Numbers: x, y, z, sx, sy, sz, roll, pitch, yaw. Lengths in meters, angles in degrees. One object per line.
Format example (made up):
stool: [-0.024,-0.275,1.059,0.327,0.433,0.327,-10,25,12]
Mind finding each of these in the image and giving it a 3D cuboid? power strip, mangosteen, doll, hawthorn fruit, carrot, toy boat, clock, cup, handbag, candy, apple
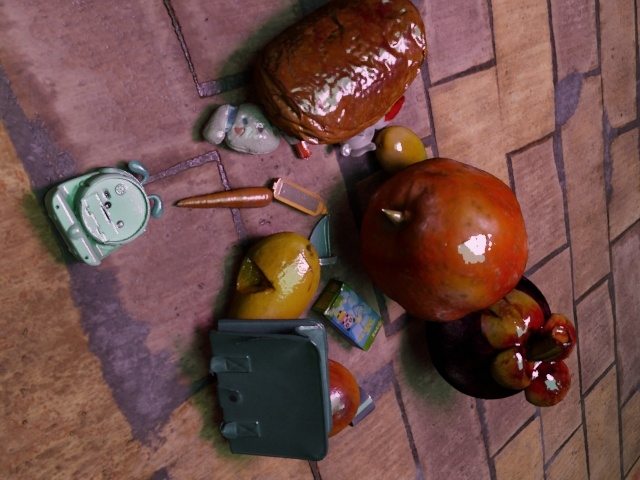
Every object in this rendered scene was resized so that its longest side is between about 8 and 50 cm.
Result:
power strip: [-0.046,-0.094,1.242,0.178,0.028,0.049,23,83,-39]
mangosteen: [0.498,0.258,1.482,0.382,0.435,0.382,-7,101,-41]
doll: [-0.141,-0.229,1.117,0.214,0.071,0.104,-3,87,-30]
hawthorn fruit: [0.259,-0.012,1.268,0.402,0.402,0.403,-8,102,-38]
carrot: [-0.193,-0.084,1.118,0.216,0.048,0.048,-8,103,-34]
toy boat: [0.000,-0.001,1.301,0.096,0.034,0.122,-7,93,-38]
clock: [-0.372,-0.058,0.962,0.188,0.060,0.148,-38,119,-30]
cup: [0.082,0.424,1.413,0.077,0.078,0.100,-36,84,-24]
handbag: [-0.099,0.313,1.127,0.089,0.238,0.327,-78,165,-64]
doll: [0.141,-0.360,1.314,0.188,0.099,0.384,45,65,-42]
candy: [0.072,0.190,1.366,0.194,0.062,0.097,46,68,-34]
apple: [-0.002,0.376,1.292,0.173,0.160,0.195,36,67,-15]

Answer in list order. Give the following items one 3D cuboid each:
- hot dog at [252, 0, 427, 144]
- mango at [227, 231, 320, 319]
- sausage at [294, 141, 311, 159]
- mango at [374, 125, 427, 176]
hot dog: [0.040,-0.360,1.133,0.387,0.174,0.267,-39,92,-14]
mango: [-0.104,0.104,1.165,0.167,0.130,0.262,24,88,-23]
sausage: [-0.052,-0.236,1.211,0.034,0.034,0.129,-40,120,-27]
mango: [0.214,-0.220,1.400,0.194,0.091,0.130,14,87,-49]
